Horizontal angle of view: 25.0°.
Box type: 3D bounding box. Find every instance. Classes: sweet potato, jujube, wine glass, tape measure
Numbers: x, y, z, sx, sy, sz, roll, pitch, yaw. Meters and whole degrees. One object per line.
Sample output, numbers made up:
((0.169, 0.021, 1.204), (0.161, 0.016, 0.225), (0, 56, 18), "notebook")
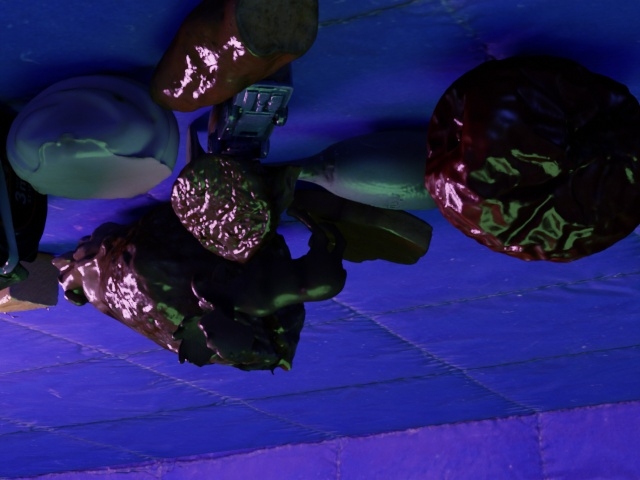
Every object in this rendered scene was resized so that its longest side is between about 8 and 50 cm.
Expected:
((-0.093, -0.176, 1.345), (0.097, 0.097, 0.252), (11, 156, -34), "sweet potato")
((0.226, -0.080, 1.486), (0.232, 0.213, 0.213), (12, 158, -18), "jujube")
((0.000, 0.000, 1.663), (0.310, 0.264, 0.096), (0, -164, -9), "wine glass")
((-0.368, -0.056, 1.539), (0.107, 0.182, 0.181), (-10, 158, 22), "tape measure")

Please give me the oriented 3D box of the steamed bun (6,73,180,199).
((-0.235, -0.111, 1.508), (0.183, 0.106, 0.183), (-3, 165, -1), "steamed bun")

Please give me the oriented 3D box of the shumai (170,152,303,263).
((-0.093, -0.043, 1.542), (0.123, 0.139, 0.105), (26, -152, 7), "shumai")

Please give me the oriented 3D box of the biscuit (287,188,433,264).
((0.043, -0.015, 1.850), (0.183, 0.047, 0.320), (23, 169, 0), "biscuit")

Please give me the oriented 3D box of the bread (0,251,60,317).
((-0.429, 0.068, 2.054), (0.080, 0.084, 0.109), (14, 155, -36), "bread")

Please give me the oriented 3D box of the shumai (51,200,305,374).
((-0.202, 0.077, 1.901), (0.283, 0.217, 0.346), (-12, 162, 25), "shumai")

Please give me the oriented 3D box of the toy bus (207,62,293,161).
((-0.077, -0.137, 1.489), (0.064, 0.075, 0.190), (1, 161, -15), "toy bus")

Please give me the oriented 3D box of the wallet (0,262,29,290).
((-0.486, -0.008, 1.749), (0.160, 0.055, 0.236), (-15, 136, 32), "wallet")

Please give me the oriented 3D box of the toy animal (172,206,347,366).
((-0.074, 0.057, 1.705), (0.214, 0.186, 0.094), (-7, 158, 11), "toy animal")
